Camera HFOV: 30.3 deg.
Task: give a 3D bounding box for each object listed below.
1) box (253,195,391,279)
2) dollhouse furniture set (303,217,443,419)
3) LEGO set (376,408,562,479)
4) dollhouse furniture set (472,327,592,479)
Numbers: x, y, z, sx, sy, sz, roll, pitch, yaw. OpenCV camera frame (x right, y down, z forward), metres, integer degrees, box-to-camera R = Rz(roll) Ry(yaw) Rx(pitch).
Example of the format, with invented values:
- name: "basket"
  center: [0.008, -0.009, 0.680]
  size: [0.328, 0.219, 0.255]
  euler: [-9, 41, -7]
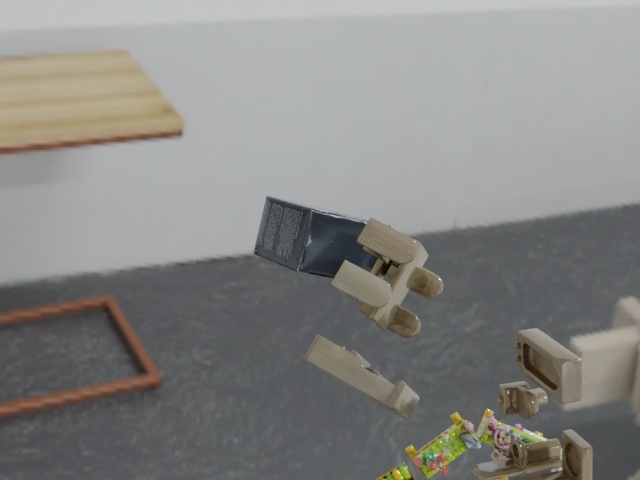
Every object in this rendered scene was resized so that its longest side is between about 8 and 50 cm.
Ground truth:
- name: "box"
  center: [0.000, 0.000, 1.991]
  size: [0.153, 0.108, 0.207]
  euler: [12, 2, -27]
- name: "dollhouse furniture set"
  center: [0.113, 0.123, 1.806]
  size: [0.161, 0.212, 0.242]
  euler: [27, 82, 23]
- name: "LEGO set"
  center: [0.223, 0.300, 1.628]
  size: [0.286, 0.132, 0.107]
  euler: [2, -5, -12]
- name: "dollhouse furniture set"
  center: [0.219, 0.199, 1.334]
  size: [0.123, 0.151, 0.144]
  euler: [-7, 15, -14]
